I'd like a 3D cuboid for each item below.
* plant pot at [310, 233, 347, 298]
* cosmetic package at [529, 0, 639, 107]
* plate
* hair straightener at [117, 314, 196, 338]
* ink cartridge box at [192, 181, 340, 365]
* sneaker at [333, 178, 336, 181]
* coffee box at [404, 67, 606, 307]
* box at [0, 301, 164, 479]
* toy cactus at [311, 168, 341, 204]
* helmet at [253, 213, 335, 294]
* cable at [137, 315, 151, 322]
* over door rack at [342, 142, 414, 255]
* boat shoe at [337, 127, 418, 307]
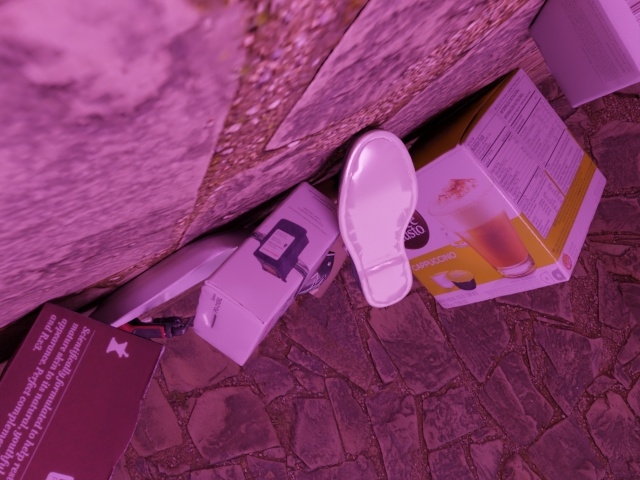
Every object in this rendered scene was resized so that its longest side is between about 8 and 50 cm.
[{"bbox_3d":[0.000,0.000,1.484,0.274,0.256,0.256,-47,180,2],"label":"plant pot"},{"bbox_3d":[0.287,-0.211,0.454,0.085,0.118,0.231,-29,-178,20],"label":"cosmetic package"},{"bbox_3d":[-0.224,0.052,0.754,0.277,0.045,0.277,-31,180,12],"label":"plate"},{"bbox_3d":[-0.309,0.148,0.834,0.230,0.047,0.089,-9,-175,20],"label":"hair straightener"},{"bbox_3d":[-0.074,0.050,0.704,0.237,0.100,0.172,-50,174,-37],"label":"ink cartridge box"},{"bbox_3d":[0.058,-0.083,0.958,0.252,0.111,0.103,-32,-179,-28],"label":"sneaker"},{"bbox_3d":[0.357,-0.103,1.042,0.338,0.334,0.337,-48,-170,-34],"label":"coffee box"},{"bbox_3d":[-0.342,0.225,0.580,0.381,0.143,0.191,-29,-142,49],"label":"box"},{"bbox_3d":[0.056,-0.082,0.816,0.180,0.112,0.219,-13,175,8],"label":"toy cactus"},{"bbox_3d":[-0.058,0.033,0.943,0.169,0.162,0.169,-21,166,-6],"label":"helmet"},{"bbox_3d":[-0.528,0.221,1.049,0.286,0.072,0.139,-18,-168,-26],"label":"cable"},{"bbox_3d":[0.176,-0.126,1.368,0.239,0.108,0.325,-32,148,-38],"label":"over door rack"},{"bbox_3d":[0.075,-0.033,0.690,0.116,0.320,0.099,-18,-137,-5],"label":"boat shoe"}]
